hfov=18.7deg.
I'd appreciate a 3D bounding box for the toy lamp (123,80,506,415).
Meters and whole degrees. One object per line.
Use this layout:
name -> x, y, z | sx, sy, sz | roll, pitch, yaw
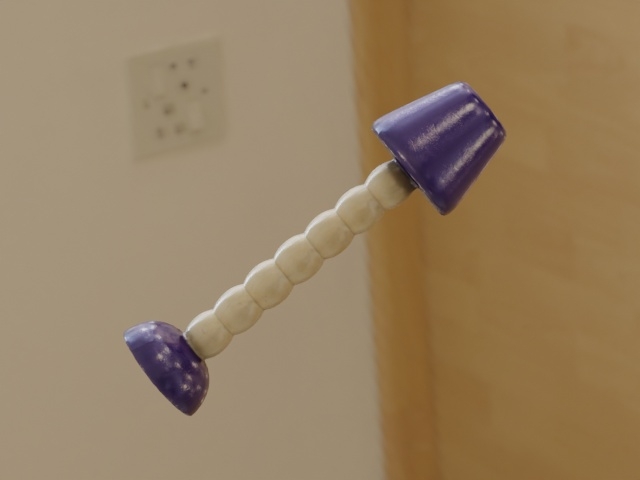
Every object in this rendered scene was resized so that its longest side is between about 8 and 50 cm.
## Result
toy lamp -> 0.000, 0.000, 1.254 | 0.080, 0.274, 0.080 | 52, -177, -4
